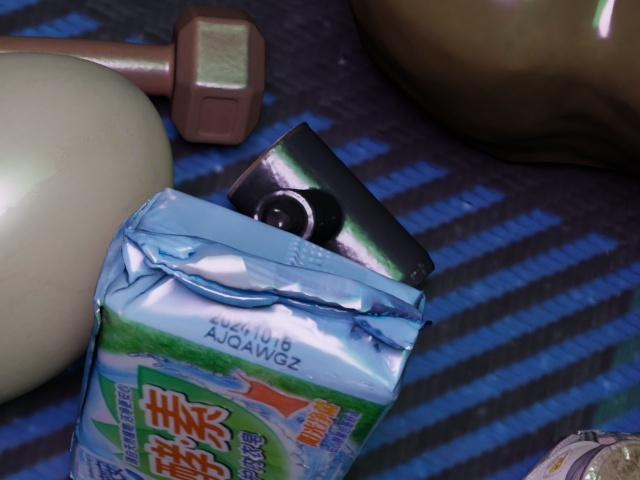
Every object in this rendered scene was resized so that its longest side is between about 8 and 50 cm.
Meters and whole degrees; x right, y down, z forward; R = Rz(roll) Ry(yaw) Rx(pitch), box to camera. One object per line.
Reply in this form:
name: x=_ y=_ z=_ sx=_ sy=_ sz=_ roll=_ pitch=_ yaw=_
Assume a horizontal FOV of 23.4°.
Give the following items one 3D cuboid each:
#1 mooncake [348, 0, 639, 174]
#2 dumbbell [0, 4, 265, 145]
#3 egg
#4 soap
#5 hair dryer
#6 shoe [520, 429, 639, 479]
mooncake: x=0.206 y=-0.267 z=0.940 sx=0.467 sy=0.262 sz=0.467 roll=-1 pitch=82 yaw=7
dumbbell: x=-0.151 y=-0.108 z=0.962 sx=0.231 sy=0.092 sz=0.082 roll=3 pitch=46 yaw=-10
egg: x=-0.192 y=-0.006 z=0.866 sx=0.242 sy=0.186 sz=0.186 roll=-33 pitch=82 yaw=4
soap: x=-0.047 y=0.077 z=0.820 sx=0.156 sy=0.293 sz=0.077 roll=19 pitch=58 yaw=-2
hair dryer: x=0.000 y=0.000 z=0.881 sx=0.070 sy=0.255 sz=0.128 roll=-44 pitch=89 yaw=6
shoe: x=0.187 y=0.157 z=0.952 sx=0.180 sy=0.092 sz=0.089 roll=-4 pitch=85 yaw=-46
